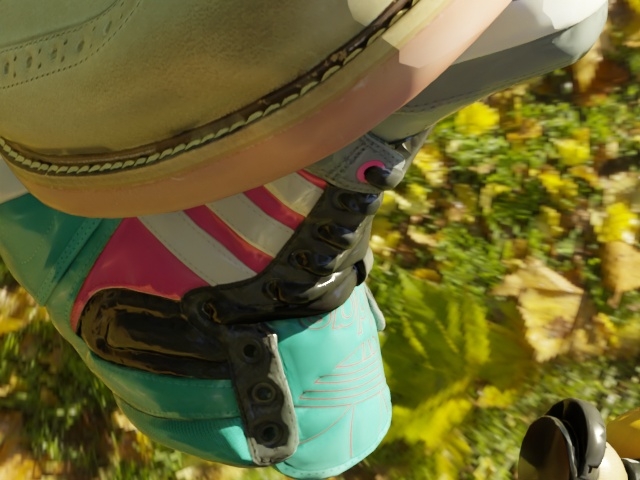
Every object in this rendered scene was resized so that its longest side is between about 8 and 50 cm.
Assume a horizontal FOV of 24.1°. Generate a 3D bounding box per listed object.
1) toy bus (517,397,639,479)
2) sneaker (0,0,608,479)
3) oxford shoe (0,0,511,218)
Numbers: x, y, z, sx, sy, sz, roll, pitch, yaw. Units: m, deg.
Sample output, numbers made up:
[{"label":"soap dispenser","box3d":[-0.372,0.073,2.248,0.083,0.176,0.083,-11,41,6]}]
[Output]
[{"label":"toy bus","box3d":[0.081,0.122,0.490,0.104,0.202,0.191,17,134,-19]},{"label":"sneaker","box3d":[0.000,0.000,0.576,0.124,0.295,0.178,-45,114,-49]},{"label":"oxford shoe","box3d":[-0.094,-0.113,0.482,0.140,0.397,0.146,-47,123,-18]}]
